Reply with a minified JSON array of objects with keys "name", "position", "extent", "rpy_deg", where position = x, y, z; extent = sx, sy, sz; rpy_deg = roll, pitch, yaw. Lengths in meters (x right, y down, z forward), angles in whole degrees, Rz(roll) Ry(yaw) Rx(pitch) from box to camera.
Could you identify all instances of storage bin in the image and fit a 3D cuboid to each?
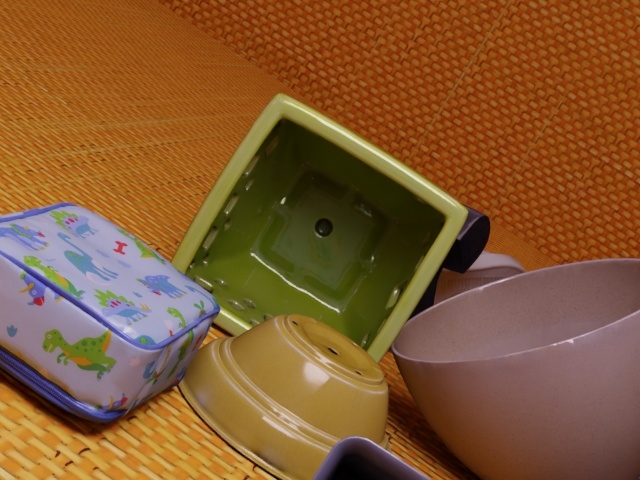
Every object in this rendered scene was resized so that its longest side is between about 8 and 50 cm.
[{"name":"storage bin","position":[0.045,0.215,0.967],"extent":[0.135,0.098,0.091],"rpy_deg":[33,-16,5]}]

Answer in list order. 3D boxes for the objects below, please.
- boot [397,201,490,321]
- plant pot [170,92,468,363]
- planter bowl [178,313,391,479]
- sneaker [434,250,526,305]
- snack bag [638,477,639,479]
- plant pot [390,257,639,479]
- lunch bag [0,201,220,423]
[{"name":"boot","position":[0.026,0.002,1.670],"extent":[0.280,0.264,0.096],"rpy_deg":[20,-38,31]},{"name":"plant pot","position":[0.000,0.000,1.394],"extent":[0.227,0.228,0.207],"rpy_deg":[32,6,1]},{"name":"planter bowl","position":[-0.010,0.125,1.161],"extent":[0.217,0.090,0.217],"rpy_deg":[30,11,-7]},{"name":"sneaker","position":[0.157,0.032,1.867],"extent":[0.148,0.131,0.350],"rpy_deg":[44,16,29]},{"name":"snack bag","position":[0.340,0.281,1.566],"extent":[0.323,0.037,0.342],"rpy_deg":[28,13,-25]},{"name":"plant pot","position":[0.230,0.153,1.338],"extent":[0.284,0.284,0.191],"rpy_deg":[-68,142,-78]},{"name":"lunch bag","position":[-0.181,0.048,1.031],"extent":[0.176,0.090,0.219],"rpy_deg":[34,12,5]}]
